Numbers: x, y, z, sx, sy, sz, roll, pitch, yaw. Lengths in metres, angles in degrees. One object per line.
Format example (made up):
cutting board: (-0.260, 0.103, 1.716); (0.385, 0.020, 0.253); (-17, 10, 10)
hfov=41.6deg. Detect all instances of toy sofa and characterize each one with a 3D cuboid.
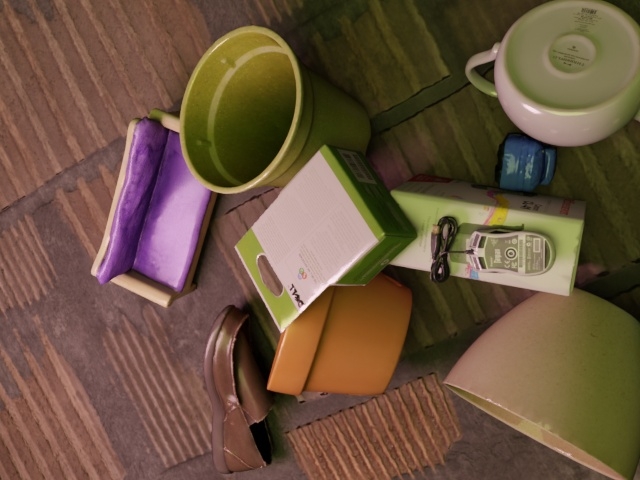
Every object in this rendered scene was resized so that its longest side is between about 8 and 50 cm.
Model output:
toy sofa: (-0.298, -0.061, 1.629); (0.150, 0.177, 0.362); (23, 107, 14)

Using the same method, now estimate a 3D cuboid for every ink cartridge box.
ink cartridge box: (0.000, 0.000, 1.361); (0.255, 0.097, 0.189); (-45, 62, 28)
ink cartridge box: (0.278, -0.017, 1.409); (0.306, 0.226, 0.131); (9, 104, 17)

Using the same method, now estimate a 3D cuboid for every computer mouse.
computer mouse: (0.261, 0.019, 1.280); (0.193, 0.042, 0.106); (3, 97, 24)

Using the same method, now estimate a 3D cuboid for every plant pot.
plant pot: (0.040, 0.154, 1.514); (0.203, 0.291, 0.291); (17, 107, -1)
plant pot: (-0.055, -0.196, 1.449); (0.276, 0.254, 0.276); (-8, 78, 40)

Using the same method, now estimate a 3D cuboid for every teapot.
teapot: (0.396, -0.248, 1.351); (0.252, 0.187, 0.256); (-25, 65, 4)

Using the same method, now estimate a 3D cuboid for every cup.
cup: (0.402, 0.212, 1.391); (0.331, 0.331, 0.237); (27, 82, 12)

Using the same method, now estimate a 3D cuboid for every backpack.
backpack: (0.344, -0.133, 1.418); (0.101, 0.120, 0.098); (4, 102, 19)

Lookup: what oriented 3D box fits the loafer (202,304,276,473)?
loafer: (-0.147, 0.299, 1.685); (0.130, 0.134, 0.366); (3, 112, 14)
